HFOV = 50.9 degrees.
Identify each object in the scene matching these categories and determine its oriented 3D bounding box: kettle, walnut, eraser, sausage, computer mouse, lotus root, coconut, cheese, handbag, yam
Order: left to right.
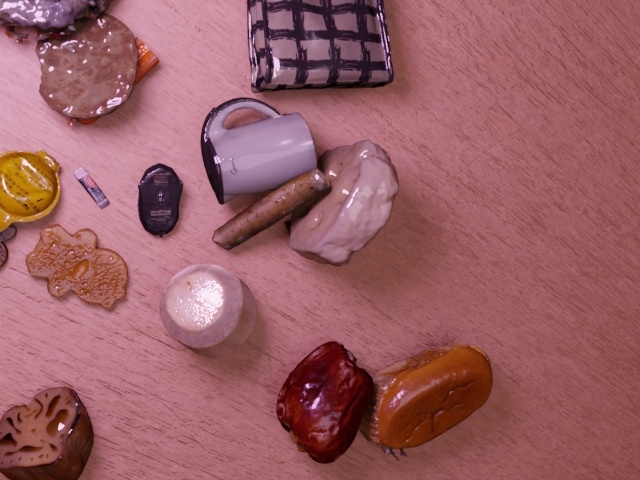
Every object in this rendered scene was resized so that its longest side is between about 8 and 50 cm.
[{"bbox_3d":[-0.636,-0.086,1.366,0.156,0.064,0.250,44,63,-14],"label":"cheese"},{"bbox_3d":[-0.584,0.443,1.470,0.188,0.199,0.180,-2,139,14],"label":"lotus root"},{"bbox_3d":[-0.498,-0.114,1.465,0.027,0.019,0.099,-38,110,-12],"label":"eraser"},{"bbox_3d":[-0.447,-0.325,1.421,0.234,0.071,0.071,-46,112,-8],"label":"sausage"},{"bbox_3d":[-0.363,-0.093,1.507,0.099,0.057,0.172,-4,112,-23],"label":"computer mouse"},{"bbox_3d":[-0.249,0.160,1.524,0.202,0.222,0.202,-2,70,7],"label":"coconut"},{"bbox_3d":[-0.151,-0.213,1.514,0.236,0.161,0.221,-16,108,-16],"label":"kettle"},{"bbox_3d":[-0.116,-0.068,1.523,0.317,0.067,0.071,-30,132,21],"label":"yam"},{"bbox_3d":[-0.009,-0.504,1.523,0.325,0.162,0.327,-7,96,-23],"label":"handbag"},{"bbox_3d":[0.023,0.407,1.679,0.269,0.221,0.244,-49,145,-16],"label":"walnut"},{"bbox_3d":[0.049,-0.093,1.535,0.115,0.326,0.318,26,127,-26],"label":"cheese"}]

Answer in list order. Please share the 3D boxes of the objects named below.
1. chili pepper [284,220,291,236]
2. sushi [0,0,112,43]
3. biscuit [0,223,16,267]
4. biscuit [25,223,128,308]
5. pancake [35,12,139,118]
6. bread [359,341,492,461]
[{"bbox_3d":[0.000,0.000,1.673,0.201,0.052,0.050,13,109,-23],"label":"chili pepper"},{"bbox_3d":[-0.567,-0.580,1.269,0.417,0.176,0.418,-4,101,-22],"label":"sushi"},{"bbox_3d":[-0.702,-0.004,1.397,0.124,0.026,0.175,32,87,-25],"label":"biscuit"},{"bbox_3d":[-0.523,0.059,1.477,0.225,0.036,0.166,28,89,-27],"label":"biscuit"},{"bbox_3d":[-0.475,-0.357,1.373,0.222,0.042,0.236,-29,77,-10],"label":"pancake"},{"bbox_3d":[0.276,0.409,1.784,0.388,0.183,0.236,-32,112,-14],"label":"bread"}]
